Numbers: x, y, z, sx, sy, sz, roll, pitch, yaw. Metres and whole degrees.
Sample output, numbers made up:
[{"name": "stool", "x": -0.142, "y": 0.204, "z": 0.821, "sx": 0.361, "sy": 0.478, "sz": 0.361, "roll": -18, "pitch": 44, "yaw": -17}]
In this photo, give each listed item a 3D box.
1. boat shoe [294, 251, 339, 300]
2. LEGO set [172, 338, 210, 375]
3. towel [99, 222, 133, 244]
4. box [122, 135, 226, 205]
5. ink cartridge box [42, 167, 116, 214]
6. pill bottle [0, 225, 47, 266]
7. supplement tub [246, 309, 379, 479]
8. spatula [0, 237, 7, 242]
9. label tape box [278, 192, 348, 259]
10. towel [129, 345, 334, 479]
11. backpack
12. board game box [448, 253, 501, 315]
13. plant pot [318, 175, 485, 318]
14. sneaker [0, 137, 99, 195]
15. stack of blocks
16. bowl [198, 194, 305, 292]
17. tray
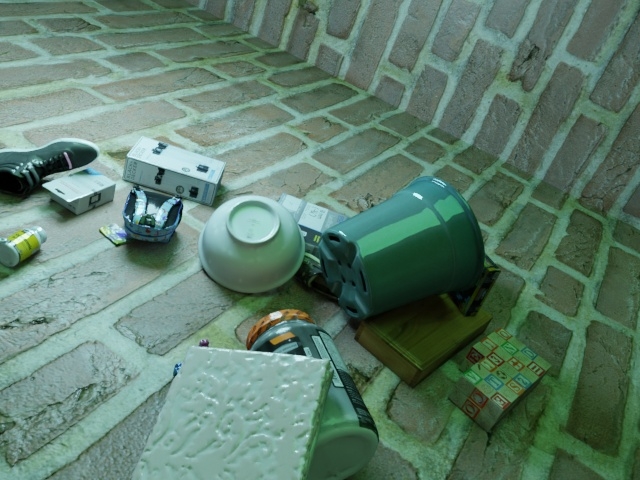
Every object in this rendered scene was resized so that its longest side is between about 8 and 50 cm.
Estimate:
[{"name": "boat shoe", "x": -0.019, "y": 0.100, "z": 1.733, "sx": 0.224, "sy": 0.080, "sz": 0.073, "roll": 27, "pitch": 26, "yaw": 2}, {"name": "LEGO set", "x": -0.244, "y": 0.295, "z": 1.282, "sx": 0.087, "sy": 0.093, "sz": 0.227, "roll": -5, "pitch": 40, "yaw": -36}, {"name": "towel", "x": -0.555, "y": -0.018, "z": 1.662, "sx": 0.083, "sy": 0.009, "sz": 0.060, "roll": 36, "pitch": 33, "yaw": 24}, {"name": "box", "x": -0.465, "y": -0.225, "z": 1.962, "sx": 0.290, "sy": 0.087, "sz": 0.169, "roll": 17, "pitch": 31, "yaw": -6}, {"name": "ink cartridge box", "x": -0.681, "y": -0.136, "z": 1.720, "sx": 0.104, "sy": 0.060, "sz": 0.180, "roll": 30, "pitch": 32, "yaw": 13}, {"name": "pill bottle", "x": -0.717, "y": 0.010, "z": 1.469, "sx": 0.065, "sy": 0.065, "sz": 0.116, "roll": 24, "pitch": 31, "yaw": 5}, {"name": "supplement tub", "x": -0.034, "y": 0.315, "z": 1.267, "sx": 0.207, "sy": 0.207, "sz": 0.338, "roll": 3, "pitch": 35, "yaw": -27}, {"name": "spatula", "x": -0.831, "y": 0.036, "z": 1.345, "sx": 0.242, "sy": 0.019, "sz": 0.168, "roll": -6, "pitch": 33, "yaw": -7}, {"name": "label tape box", "x": 0.000, "y": 0.000, "z": 1.874, "sx": 0.334, "sy": 0.105, "sz": 0.240, "roll": 21, "pitch": 32, "yaw": 0}, {"name": "towel", "x": -0.157, "y": 0.346, "z": 1.091, "sx": 0.317, "sy": 0.053, "sz": 0.331, "roll": 1, "pitch": 47, "yaw": 19}, {"name": "backpack", "x": -0.464, "y": -0.055, "z": 1.671, "sx": 0.158, "sy": 0.116, "sz": 0.173, "roll": 13, "pitch": 31, "yaw": -13}, {"name": "board game box", "x": 0.429, "y": 0.108, "z": 1.760, "sx": 0.048, "sy": 0.170, "sz": 0.141, "roll": 0, "pitch": 36, "yaw": -29}, {"name": "plant pot", "x": 0.197, "y": 0.034, "z": 1.643, "sx": 0.334, "sy": 0.341, "sz": 0.341, "roll": -20, "pitch": 47, "yaw": -24}, {"name": "sneaker", "x": -0.765, "y": -0.197, "z": 1.692, "sx": 0.296, "sy": 0.104, "sz": 0.146, "roll": -10, "pitch": 43, "yaw": -9}, {"name": "stack of blocks", "x": 0.460, "y": 0.356, "z": 1.612, "sx": 0.171, "sy": 0.087, "sz": 0.297, "roll": 39, "pitch": 36, "yaw": 27}, {"name": "bowl", "x": -0.184, "y": -0.018, "z": 1.653, "sx": 0.298, "sy": 0.134, "sz": 0.297, "roll": 3, "pitch": 57, "yaw": -5}, {"name": "tray", "x": 0.300, "y": 0.241, "z": 1.711, "sx": 0.203, "sy": 0.076, "sz": 0.411, "roll": 38, "pitch": 36, "yaw": 26}]
